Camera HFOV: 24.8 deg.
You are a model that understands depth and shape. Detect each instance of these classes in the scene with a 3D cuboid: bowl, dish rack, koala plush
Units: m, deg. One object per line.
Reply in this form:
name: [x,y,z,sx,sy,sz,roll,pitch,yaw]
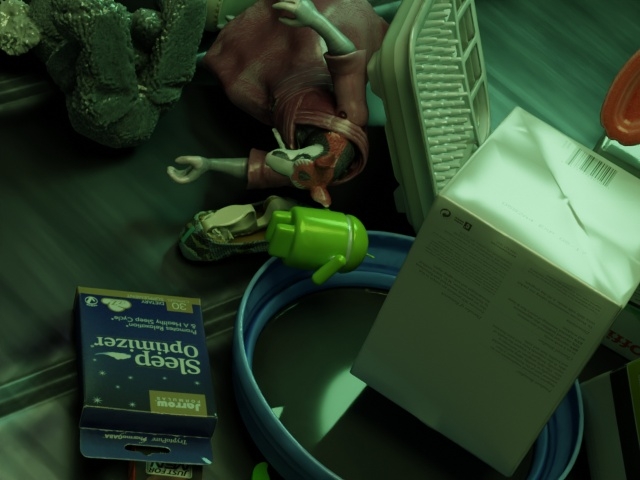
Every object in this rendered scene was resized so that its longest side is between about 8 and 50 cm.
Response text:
bowl: [0.090,0.154,1.562,0.391,0.077,0.391,13,43,-12]
dish rack: [0.132,-0.178,1.751,0.072,0.286,0.333,-2,32,18]
koala plush: [-0.277,-0.235,1.724,0.196,0.203,0.221,-18,39,-42]

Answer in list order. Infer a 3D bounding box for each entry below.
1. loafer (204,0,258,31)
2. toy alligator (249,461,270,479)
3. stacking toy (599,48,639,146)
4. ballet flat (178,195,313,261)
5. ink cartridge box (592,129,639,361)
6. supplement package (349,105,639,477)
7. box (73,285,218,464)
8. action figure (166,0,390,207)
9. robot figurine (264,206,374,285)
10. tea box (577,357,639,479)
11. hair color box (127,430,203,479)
loafer: [-0.059,-0.363,1.932,0.111,0.112,0.319,28,46,14]
toy alligator: [-0.071,0.298,1.414,0.051,0.056,0.190,25,46,1]
stacking toy: [0.429,-0.066,1.526,0.309,0.280,0.130,30,17,8]
ballet flat: [-0.072,-0.020,1.674,0.188,0.070,0.070,-17,60,-32]
ink cartridge box: [0.372,-0.003,1.691,0.201,0.278,0.117,31,51,5]
supplement package: [0.193,0.051,1.458,0.199,0.263,0.198,33,42,10]
box: [-0.180,0.135,1.489,0.136,0.037,0.225,7,37,-17]
action figure: [-0.016,-0.146,1.720,0.275,0.248,0.370,29,28,-33]
robot figurine: [0.000,0.000,1.570,0.115,0.067,0.101,8,32,-18]
tea box: [0.495,0.214,1.497,0.328,0.323,0.220,0,73,-22]
hair color box: [-0.153,0.261,1.423,0.072,0.043,0.141,8,50,-14]
